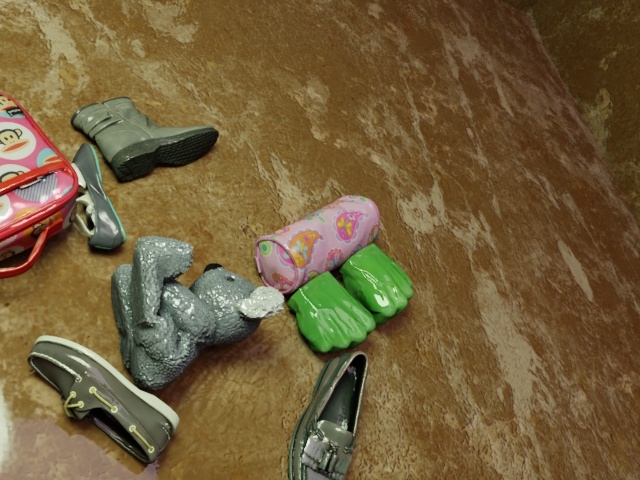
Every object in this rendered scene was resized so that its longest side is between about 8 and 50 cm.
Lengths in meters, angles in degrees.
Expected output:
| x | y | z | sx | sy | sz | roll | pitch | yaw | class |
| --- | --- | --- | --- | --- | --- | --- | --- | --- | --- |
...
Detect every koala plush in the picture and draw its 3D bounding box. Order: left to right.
| x | y | z | sx | sy | sz | roll | pitch | yaw | class |
| --- | --- | --- | --- | --- | --- | --- | --- | --- | --- |
| -0.181 | 0.111 | 0.847 | 0.221 | 0.196 | 0.204 | -1 | 71 | -35 | koala plush |

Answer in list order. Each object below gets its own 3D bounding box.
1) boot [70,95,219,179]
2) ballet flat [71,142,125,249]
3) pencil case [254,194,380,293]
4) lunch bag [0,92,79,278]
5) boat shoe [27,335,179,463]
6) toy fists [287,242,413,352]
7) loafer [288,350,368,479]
| x | y | z | sx | sy | sz | roll | pitch | yaw | class |
| --- | --- | --- | --- | --- | --- | --- | --- | --- | --- |
| -0.324 | -0.217 | 1.051 | 0.246 | 0.083 | 0.161 | -26 | 70 | -44 | boot |
| -0.383 | -0.074 | 0.912 | 0.074 | 0.074 | 0.203 | -12 | 69 | -39 | ballet flat |
| 0.000 | 0.000 | 1.091 | 0.124 | 0.124 | 0.284 | 52 | 45 | 8 | pencil case |
| -0.500 | -0.053 | 0.771 | 0.258 | 0.120 | 0.293 | 49 | 54 | 4 | lunch bag |
| -0.300 | 0.215 | 0.751 | 0.227 | 0.081 | 0.069 | 37 | 42 | -10 | boat shoe |
| 0.067 | 0.119 | 1.066 | 0.279 | 0.096 | 0.142 | -28 | 67 | -42 | toy fists |
| 0.020 | 0.296 | 0.909 | 0.096 | 0.084 | 0.268 | 30 | 47 | -13 | loafer |
